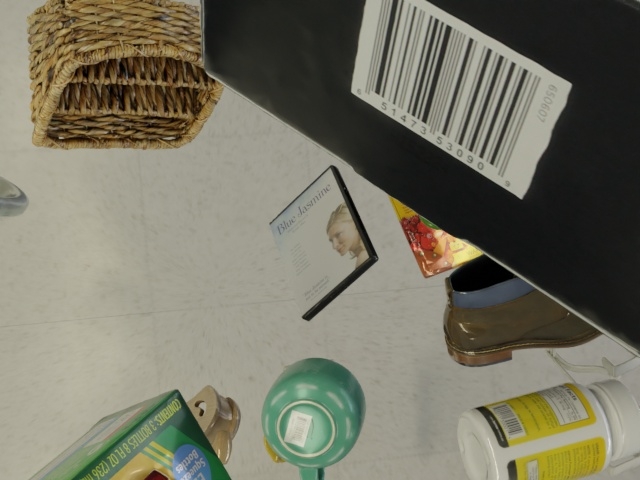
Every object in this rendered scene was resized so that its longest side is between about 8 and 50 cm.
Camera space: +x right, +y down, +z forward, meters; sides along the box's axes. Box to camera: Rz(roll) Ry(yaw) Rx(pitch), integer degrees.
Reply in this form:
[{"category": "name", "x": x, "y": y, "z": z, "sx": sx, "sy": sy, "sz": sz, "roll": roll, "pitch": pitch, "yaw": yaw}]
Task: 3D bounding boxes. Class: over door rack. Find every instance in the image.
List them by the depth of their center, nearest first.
[{"category": "over door rack", "x": 0.447, "y": 0.172, "z": 1.469, "sx": 0.108, "sy": 0.324, "sz": 0.239, "roll": -13, "pitch": 124, "yaw": 0}]

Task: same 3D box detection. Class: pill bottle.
[{"category": "pill bottle", "x": 0.289, "y": 0.247, "z": 1.163, "sx": 0.209, "sy": 0.119, "sz": 0.119, "roll": -12, "pitch": 88, "yaw": -12}]

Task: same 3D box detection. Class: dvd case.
[{"category": "dvd case", "x": 0.000, "y": 0.000, "z": 1.684, "sx": 0.022, "sy": 0.253, "sz": 0.180, "roll": 28, "pitch": 118, "yaw": -39}]

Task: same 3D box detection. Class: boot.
[{"category": "boot", "x": 0.225, "y": 0.051, "z": 0.922, "sx": 0.219, "sy": 0.082, "sz": 0.106, "roll": -21, "pitch": 134, "yaw": 0}]

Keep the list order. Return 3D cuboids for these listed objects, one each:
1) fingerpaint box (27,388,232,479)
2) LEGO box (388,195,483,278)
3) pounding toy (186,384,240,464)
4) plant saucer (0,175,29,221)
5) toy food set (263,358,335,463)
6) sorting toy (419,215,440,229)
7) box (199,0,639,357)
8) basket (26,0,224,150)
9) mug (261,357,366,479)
[{"category": "fingerpaint box", "x": -0.234, "y": 0.438, "z": 1.008, "sx": 0.163, "sy": 0.445, "sz": 0.371, "roll": -25, "pitch": 97, "yaw": 33}, {"category": "LEGO box", "x": 0.367, "y": -0.198, "z": 1.760, "sx": 0.500, "sy": 0.193, "sz": 0.372, "roll": -22, "pitch": 99, "yaw": 18}, {"category": "pounding toy", "x": -0.266, "y": 0.355, "z": 1.810, "sx": 0.155, "sy": 0.270, "sz": 0.154, "roll": 41, "pitch": 54, "yaw": -41}, {"category": "plant saucer", "x": -0.519, "y": -0.069, "z": 0.974, "sx": 0.401, "sy": 0.400, "sz": 0.100, "roll": 21, "pitch": 93, "yaw": -5}, {"category": "toy food set", "x": -0.028, "y": 0.341, "z": 1.770, "sx": 0.128, "sy": 0.071, "sz": 0.217, "roll": 5, "pitch": 105, "yaw": -34}, {"category": "sorting toy", "x": 0.190, "y": -0.063, "z": 1.434, "sx": 0.061, "sy": 0.102, "sz": 0.042, "roll": 15, "pitch": 51, "yaw": 14}, {"category": "box", "x": 0.227, "y": -0.250, "z": 0.779, "sx": 0.480, "sy": 0.297, "sz": 0.472, "roll": 34, "pitch": 57, "yaw": 18}, {"category": "basket", "x": -0.302, "y": -0.267, "z": 1.504, "sx": 0.299, "sy": 0.213, "sz": 0.223, "roll": -2, "pitch": 89, "yaw": -38}, {"category": "mug", "x": -0.004, "y": 0.237, "z": 1.184, "sx": 0.129, "sy": 0.097, "sz": 0.157, "roll": -31, "pitch": 92, "yaw": 12}]
